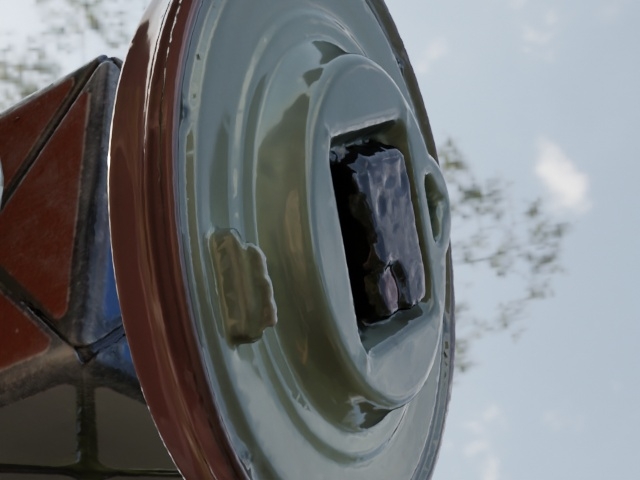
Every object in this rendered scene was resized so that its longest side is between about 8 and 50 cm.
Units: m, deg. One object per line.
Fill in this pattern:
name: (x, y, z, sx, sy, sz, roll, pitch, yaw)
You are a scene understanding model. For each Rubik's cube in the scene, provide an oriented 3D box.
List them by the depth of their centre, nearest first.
Rubik's cube: (-0.167, 0.062, 1.153, 0.255, 0.260, 0.259, -23, -131, 33)

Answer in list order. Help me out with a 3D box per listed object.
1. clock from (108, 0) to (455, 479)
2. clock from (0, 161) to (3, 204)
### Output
clock: (0.001, 0.000, 0.575, 0.056, 0.244, 0.244, -8, -89, 23)
clock: (-0.280, 0.043, 0.426, 0.184, 0.342, 0.325, -134, -121, -72)
